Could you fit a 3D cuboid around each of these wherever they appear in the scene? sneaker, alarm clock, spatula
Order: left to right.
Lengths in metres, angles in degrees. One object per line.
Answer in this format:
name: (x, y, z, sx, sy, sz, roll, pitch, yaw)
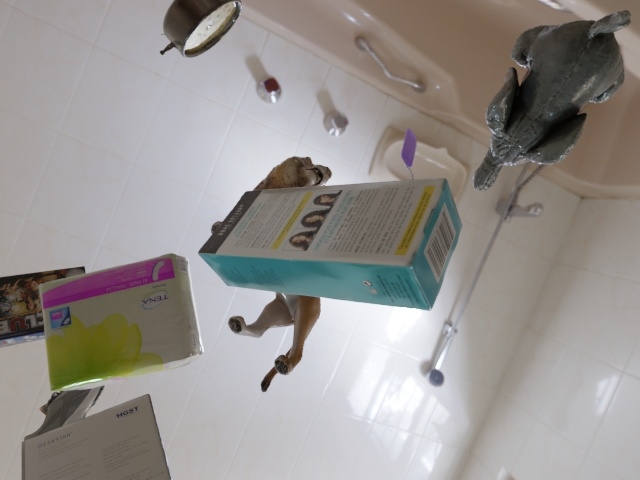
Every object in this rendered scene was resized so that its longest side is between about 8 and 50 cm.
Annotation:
sneaker: (-0.595, 0.378, 1.066, 0.108, 0.272, 0.100, 28, 139, -12)
alarm clock: (-0.178, -0.373, 0.708, 0.064, 0.192, 0.129, 51, -158, -11)
spatula: (0.265, -0.181, 1.299, 0.030, 0.296, 0.084, -15, -141, -3)

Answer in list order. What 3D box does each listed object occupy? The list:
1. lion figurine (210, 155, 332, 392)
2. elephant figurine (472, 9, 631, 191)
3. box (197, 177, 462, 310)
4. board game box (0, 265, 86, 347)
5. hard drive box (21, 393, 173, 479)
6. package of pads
lion figurine: (-0.062, 0.048, 0.806, 0.142, 0.392, 0.240, 5, -164, 27)
elephant figurine: (0.317, -0.179, 0.649, 0.186, 0.239, 0.169, 25, -169, -41)
box: (0.000, 0.000, 0.430, 0.244, 0.100, 0.060, 2, 138, 38)
board game box: (-0.684, 0.156, 1.050, 0.243, 0.042, 0.165, -8, -120, -31)
hard drive box: (-0.297, 0.358, 0.610, 0.181, 0.089, 0.232, -16, -139, -23)
package of pads: (-0.405, 0.171, 0.910, 0.296, 0.229, 0.101, -14, 168, -1)
